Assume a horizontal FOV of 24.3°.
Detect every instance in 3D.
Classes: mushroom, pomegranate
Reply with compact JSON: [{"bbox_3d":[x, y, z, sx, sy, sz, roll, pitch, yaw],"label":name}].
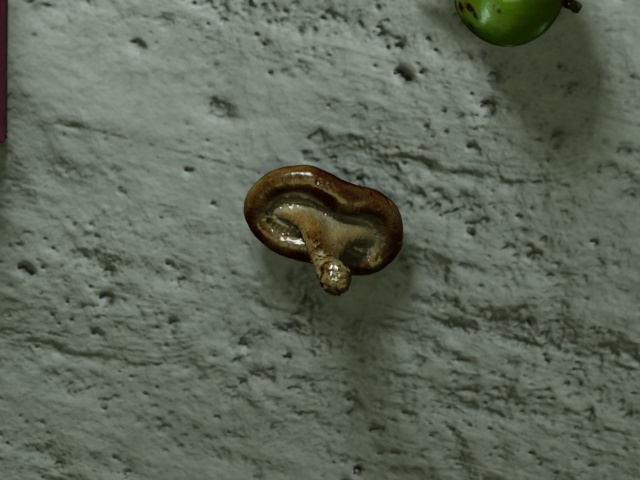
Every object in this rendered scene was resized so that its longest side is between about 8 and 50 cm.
[{"bbox_3d":[0.000,0.000,1.992,0.227,0.217,0.148,13,116,-1],"label":"mushroom"},{"bbox_3d":[0.214,-0.335,1.875,0.220,0.156,0.156,32,118,24],"label":"pomegranate"}]

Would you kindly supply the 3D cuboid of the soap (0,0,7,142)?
[{"bbox_3d":[-0.532,-0.289,1.953,0.233,0.128,0.360,8,115,3],"label":"soap"}]
